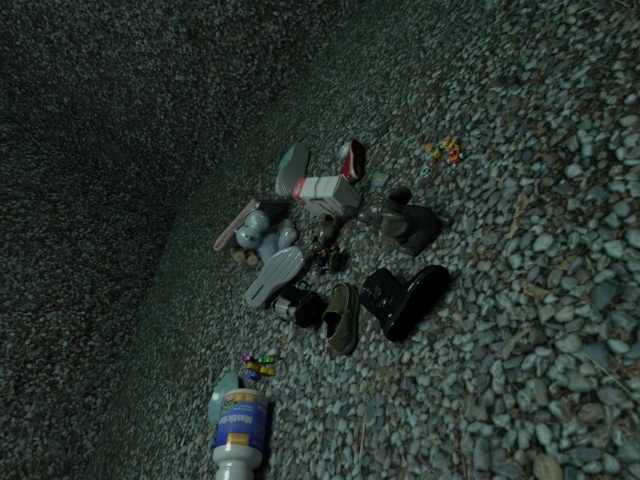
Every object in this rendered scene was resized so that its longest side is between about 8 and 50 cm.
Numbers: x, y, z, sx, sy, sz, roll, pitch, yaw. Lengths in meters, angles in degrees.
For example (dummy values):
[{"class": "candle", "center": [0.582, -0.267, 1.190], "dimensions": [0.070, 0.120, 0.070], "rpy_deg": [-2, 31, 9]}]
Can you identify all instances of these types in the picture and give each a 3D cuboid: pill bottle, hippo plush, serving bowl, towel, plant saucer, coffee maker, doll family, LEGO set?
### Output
[{"class": "pill bottle", "center": [-0.250, 0.618, 1.376], "dimensions": [0.152, 0.152, 0.272], "rpy_deg": [-38, 33, 32]}, {"class": "hippo plush", "center": [-0.270, -0.008, 1.963], "dimensions": [0.294, 0.236, 0.234], "rpy_deg": [-60, 28, -6]}, {"class": "serving bowl", "center": [0.115, -0.395, 1.977], "dimensions": [0.083, 0.027, 0.083], "rpy_deg": [-38, 33, 30]}, {"class": "towel", "center": [-0.324, -0.077, 2.122], "dimensions": [0.317, 0.053, 0.331], "rpy_deg": [-45, -11, 19]}, {"class": "plant saucer", "center": [-0.357, 0.603, 1.684], "dimensions": [0.195, 0.037, 0.195], "rpy_deg": [-37, 34, 31]}, {"class": "coffee maker", "center": [-0.066, 0.213, 1.539], "dimensions": [0.178, 0.120, 0.171], "rpy_deg": [1, 61, 57]}, {"class": "doll family", "center": [0.026, 0.064, 1.597], "dimensions": [0.193, 0.076, 0.112], "rpy_deg": [-12, 56, 57]}, {"class": "LEGO set", "center": [-0.227, 0.443, 1.584], "dimensions": [0.227, 0.093, 0.087], "rpy_deg": [-27, 40, 43]}]

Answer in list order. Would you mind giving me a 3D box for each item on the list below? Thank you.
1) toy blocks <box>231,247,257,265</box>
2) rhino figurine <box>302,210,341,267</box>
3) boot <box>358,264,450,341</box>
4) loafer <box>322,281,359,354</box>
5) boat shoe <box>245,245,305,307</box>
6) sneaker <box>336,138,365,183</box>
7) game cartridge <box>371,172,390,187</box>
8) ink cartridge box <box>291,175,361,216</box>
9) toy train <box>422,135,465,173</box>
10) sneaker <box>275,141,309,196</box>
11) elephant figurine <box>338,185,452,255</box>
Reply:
[{"class": "toy blocks", "center": [-0.385, 0.066, 2.191], "dimensions": [0.148, 0.123, 0.054], "rpy_deg": [37, 108, 62]}, {"class": "rhino figurine", "center": [0.000, 0.000, 1.686], "dimensions": [0.073, 0.106, 0.243], "rpy_deg": [30, 87, 21]}, {"class": "boot", "center": [0.213, 0.125, 1.211], "dimensions": [0.247, 0.094, 0.207], "rpy_deg": [-56, 31, 14]}, {"class": "loafer", "center": [0.060, 0.222, 1.363], "dimensions": [0.094, 0.087, 0.251], "rpy_deg": [-38, 33, 31]}, {"class": "boat shoe", "center": [-0.178, 0.134, 1.789], "dimensions": [0.335, 0.121, 0.119], "rpy_deg": [-43, -3, 23]}, {"class": "sneaker", "center": [0.112, -0.319, 1.844], "dimensions": [0.128, 0.087, 0.221], "rpy_deg": [-31, 36, 37]}, {"class": "game cartridge", "center": [0.221, -0.223, 1.646], "dimensions": [0.056, 0.017, 0.083], "rpy_deg": [-61, 28, 1]}, {"class": "ink cartridge box", "center": [0.024, -0.166, 1.694], "dimensions": [0.217, 0.158, 0.092], "rpy_deg": [2, 64, 42]}, {"class": "toy train", "center": [0.384, -0.277, 1.410], "dimensions": [0.166, 0.046, 0.125], "rpy_deg": [-14, 50, 52]}, {"class": "sneaker", "center": [-0.160, -0.337, 2.265], "dimensions": [0.150, 0.135, 0.366], "rpy_deg": [-37, 24, 46]}, {"class": "elephant figurine", "center": [0.208, -0.069, 1.267], "dimensions": [0.186, 0.239, 0.169], "rpy_deg": [-53, 28, 7]}]
